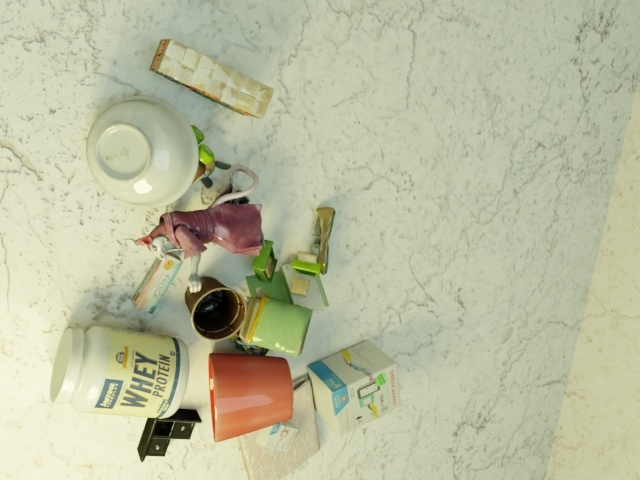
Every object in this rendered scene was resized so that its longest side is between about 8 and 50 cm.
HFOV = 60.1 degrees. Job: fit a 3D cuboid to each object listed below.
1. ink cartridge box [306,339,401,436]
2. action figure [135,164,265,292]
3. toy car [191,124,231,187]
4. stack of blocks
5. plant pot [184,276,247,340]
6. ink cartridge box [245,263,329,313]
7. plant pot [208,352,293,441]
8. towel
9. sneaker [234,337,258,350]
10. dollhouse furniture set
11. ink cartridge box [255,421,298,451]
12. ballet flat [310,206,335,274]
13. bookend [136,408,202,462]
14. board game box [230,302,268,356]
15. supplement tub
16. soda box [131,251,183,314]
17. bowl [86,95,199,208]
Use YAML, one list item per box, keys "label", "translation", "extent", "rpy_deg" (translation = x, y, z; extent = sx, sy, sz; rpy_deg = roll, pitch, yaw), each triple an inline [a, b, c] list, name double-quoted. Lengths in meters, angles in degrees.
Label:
- label: "ink cartridge box"
  translation: [0.123, 0.528, 2.008]
  extent: [0.270, 0.197, 0.198]
  rpy_deg: [-19, 115, -23]
- label: "action figure"
  translation: [-0.323, -0.038, 1.529]
  extent: [0.370, 0.248, 0.276]
  rpy_deg: [-9, 122, -40]
- label: "toy car"
  translation: [-0.340, -0.204, 1.559]
  extent: [0.155, 0.149, 0.188]
  rpy_deg: [-38, 151, 15]
- label: "stack of blocks"
  translation: [-0.295, -0.429, 1.482]
  extent: [0.297, 0.171, 0.087]
  rpy_deg: [20, 96, -31]
- label: "plant pot"
  translation: [-0.329, 0.194, 1.669]
  extent: [0.167, 0.165, 0.167]
  rpy_deg: [-9, 110, -27]
- label: "ink cartridge box"
  translation: [-0.107, 0.164, 1.792]
  extent: [0.235, 0.056, 0.171]
  rpy_deg: [-7, 66, -28]
- label: "plant pot"
  translation: [-0.220, 0.477, 1.732]
  extent: [0.243, 0.275, 0.275]
  rpy_deg: [-2, 108, -14]
- label: "towel"
  translation: [-0.142, 0.696, 1.970]
  extent: [0.317, 0.053, 0.332]
  rpy_deg: [-25, 120, -33]
- label: "sneaker"
  translation: [-0.239, 0.339, 1.778]
  extent: [0.083, 0.031, 0.035]
  rpy_deg: [26, 106, -28]
- label: "dollhouse furniture set"
  translation: [-0.121, 0.177, 1.678]
  extent: [0.197, 0.151, 0.301]
  rpy_deg: [12, 69, 6]
- label: "ink cartridge box"
  translation: [-0.146, 0.660, 1.883]
  extent: [0.122, 0.052, 0.088]
  rpy_deg: [33, 81, -44]
- label: "ballet flat"
  translation: [0.000, 0.000, 1.853]
  extent: [0.073, 0.080, 0.232]
  rpy_deg: [6, 99, -7]
- label: "bookend"
  translation: [-0.486, 0.626, 1.778]
  extent: [0.156, 0.072, 0.157]
  rpy_deg: [17, 98, -32]
- label: "board game box"
  translation: [-0.202, 0.281, 1.830]
  extent: [0.194, 0.060, 0.194]
  rpy_deg: [-42, 121, -12]
- label: "supplement tub"
  translation: [-0.561, 0.369, 1.557]
  extent: [0.325, 0.235, 0.235]
  rpy_deg: [16, 98, -32]
- label: "soda box"
  translation: [-0.479, 0.120, 1.625]
  extent: [0.063, 0.058, 0.183]
  rpy_deg: [31, 90, -33]
- label: "bowl"
  translation: [-0.469, -0.221, 1.392]
  extent: [0.298, 0.134, 0.298]
  rpy_deg: [1, 98, 6]
